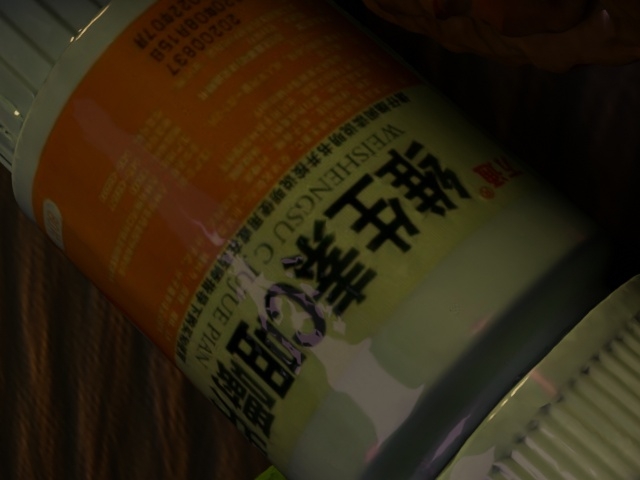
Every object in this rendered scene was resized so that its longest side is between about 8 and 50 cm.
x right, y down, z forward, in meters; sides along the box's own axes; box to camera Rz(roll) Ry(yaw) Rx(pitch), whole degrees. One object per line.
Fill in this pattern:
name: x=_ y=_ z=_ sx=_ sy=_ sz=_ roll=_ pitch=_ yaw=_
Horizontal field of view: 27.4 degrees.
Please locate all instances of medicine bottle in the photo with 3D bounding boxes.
medicine bottle: x=0.000 y=0.000 z=0.535 sx=0.318 sy=0.158 sz=0.158 roll=43 pitch=132 yaw=18

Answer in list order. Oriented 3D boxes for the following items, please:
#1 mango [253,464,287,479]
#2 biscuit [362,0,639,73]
mango: x=-0.013 y=0.204 z=0.679 sx=0.125 sy=0.111 sz=0.232 roll=22 pitch=119 yaw=-6
biscuit: x=0.002 y=-0.191 z=0.346 sx=0.334 sy=0.081 sz=0.289 roll=48 pitch=151 yaw=21
